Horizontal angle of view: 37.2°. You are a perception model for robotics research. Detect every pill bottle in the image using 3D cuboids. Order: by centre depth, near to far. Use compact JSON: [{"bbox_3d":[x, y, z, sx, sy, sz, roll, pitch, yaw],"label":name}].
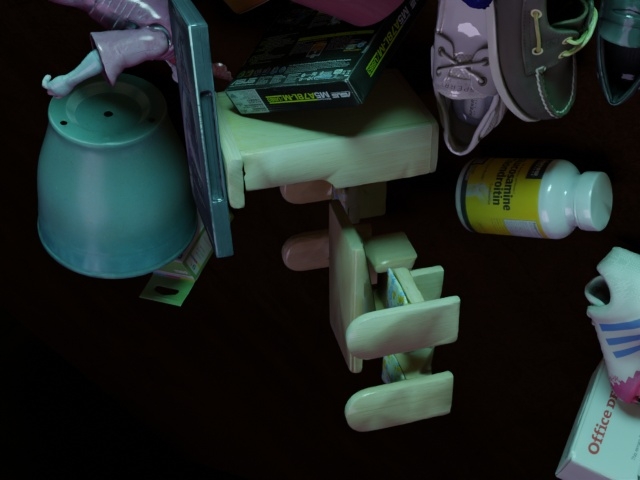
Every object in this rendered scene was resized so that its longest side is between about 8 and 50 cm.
[{"bbox_3d":[0.277,-0.055,1.235,0.184,0.103,0.103,5,145,38],"label":"pill bottle"}]

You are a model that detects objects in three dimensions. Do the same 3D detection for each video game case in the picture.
[{"bbox_3d":[-0.144,-0.142,1.133,0.196,0.026,0.274,-122,24,-61],"label":"video game case"}]

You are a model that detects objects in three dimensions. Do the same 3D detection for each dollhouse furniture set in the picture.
[{"bbox_3d":[0.000,0.000,1.254,0.256,0.362,0.394,-9,128,-11],"label":"dollhouse furniture set"}]

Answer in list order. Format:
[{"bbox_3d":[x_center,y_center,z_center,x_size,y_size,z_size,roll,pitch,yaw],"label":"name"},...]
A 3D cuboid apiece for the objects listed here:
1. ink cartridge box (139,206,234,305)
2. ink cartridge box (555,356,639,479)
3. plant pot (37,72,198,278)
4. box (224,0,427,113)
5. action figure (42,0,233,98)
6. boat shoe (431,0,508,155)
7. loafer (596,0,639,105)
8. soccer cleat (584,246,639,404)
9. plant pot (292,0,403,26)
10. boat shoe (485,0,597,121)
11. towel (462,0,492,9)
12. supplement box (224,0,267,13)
[{"bbox_3d":[-0.258,0.011,1.740,0.109,0.209,0.062,9,148,33],"label":"ink cartridge box"},{"bbox_3d":[0.559,0.339,1.547,0.289,0.211,0.121,24,155,12],"label":"ink cartridge box"},{"bbox_3d":[-0.336,-0.122,1.553,0.271,0.272,0.255,22,137,13],"label":"plant pot"},{"bbox_3d":[0.006,-0.227,1.100,0.190,0.184,0.045,2,139,40],"label":"box"},{"bbox_3d":[-0.253,-0.329,1.223,0.370,0.248,0.276,35,126,-12],"label":"action figure"},{"bbox_3d":[0.173,-0.199,1.086,0.098,0.096,0.277,17,151,22],"label":"boat shoe"},{"bbox_3d":[0.312,-0.222,0.932,0.076,0.078,0.223,17,152,20],"label":"loafer"},{"bbox_3d":[0.454,0.121,1.398,0.143,0.116,0.331,34,156,27],"label":"soccer cleat"},{"bbox_3d":[0.005,-0.317,0.957,0.180,0.201,0.201,26,158,-33],"label":"plant pot"},{"bbox_3d":[0.225,-0.234,0.962,0.091,0.109,0.305,15,147,34],"label":"boat shoe"},{"bbox_3d":[0.087,-0.370,0.790,0.308,0.076,0.228,36,110,-10],"label":"towel"},{"bbox_3d":[-0.136,-0.375,1.090,0.233,0.078,0.080,42,150,-27],"label":"supplement box"}]
